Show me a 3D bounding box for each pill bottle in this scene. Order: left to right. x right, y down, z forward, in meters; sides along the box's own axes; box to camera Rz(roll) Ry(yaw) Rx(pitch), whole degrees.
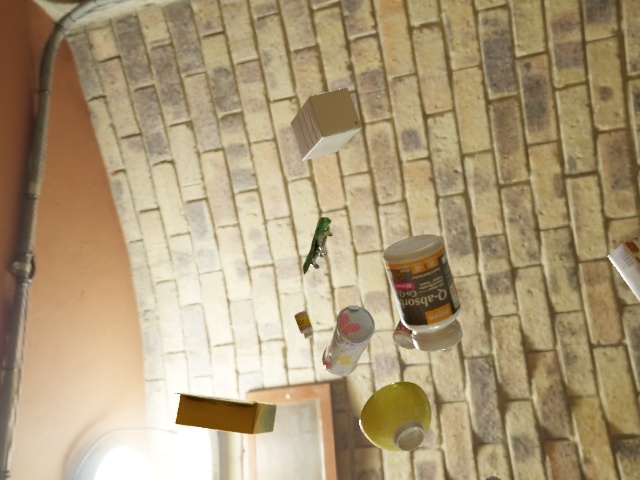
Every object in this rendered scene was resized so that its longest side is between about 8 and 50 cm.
[{"bbox_3d":[-0.050,0.266,1.770,0.083,0.043,0.043,66,-171,18],"label":"pill bottle"},{"bbox_3d":[0.366,0.333,2.249,0.180,0.107,0.108,-58,-37,-34],"label":"pill bottle"},{"bbox_3d":[0.273,0.137,1.470,0.162,0.162,0.279,-57,-50,-70],"label":"pill bottle"}]

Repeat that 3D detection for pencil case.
[{"bbox_3d":[0.080,0.299,1.662,0.273,0.113,0.124,106,175,-55],"label":"pencil case"}]

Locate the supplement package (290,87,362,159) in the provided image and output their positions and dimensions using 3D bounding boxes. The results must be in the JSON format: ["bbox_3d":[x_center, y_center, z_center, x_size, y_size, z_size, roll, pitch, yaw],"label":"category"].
[{"bbox_3d":[0.009,-0.280,1.377,0.105,0.105,0.179,72,159,4],"label":"supplement package"}]

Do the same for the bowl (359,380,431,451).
[{"bbox_3d":[0.308,0.695,2.123,0.156,0.289,0.290,-129,20,-60],"label":"bowl"}]

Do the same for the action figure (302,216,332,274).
[{"bbox_3d":[0.000,0.000,1.708,0.232,0.063,0.137,104,-175,-57],"label":"action figure"}]

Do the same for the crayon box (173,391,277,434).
[{"bbox_3d":[-0.242,0.448,1.460,0.318,0.202,0.081,68,-152,-71],"label":"crayon box"}]

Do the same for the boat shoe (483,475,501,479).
[{"bbox_3d":[0.455,0.778,1.594,0.226,0.083,0.076,-52,-16,-36],"label":"boat shoe"}]

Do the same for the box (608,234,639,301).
[{"bbox_3d":[0.683,0.140,1.080,0.067,0.063,0.324,97,150,-62],"label":"box"}]
